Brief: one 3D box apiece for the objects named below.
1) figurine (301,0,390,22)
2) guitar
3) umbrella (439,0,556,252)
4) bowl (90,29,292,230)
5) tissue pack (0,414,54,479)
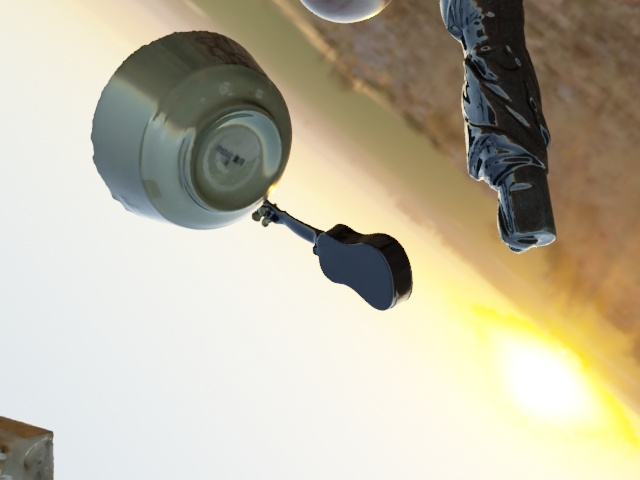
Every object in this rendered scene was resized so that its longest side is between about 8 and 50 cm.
[{"bbox_3d":[0.027,-0.299,1.436,0.125,0.125,0.138,41,-163,34],"label":"figurine"},{"bbox_3d":[-0.002,0.001,1.484,0.271,0.038,0.083,26,132,44],"label":"guitar"},{"bbox_3d":[0.116,-0.105,0.870,0.066,0.059,0.235,57,-155,-67],"label":"umbrella"},{"bbox_3d":[-0.112,-0.099,1.333,0.211,0.211,0.112,37,176,-42],"label":"bowl"},{"bbox_3d":[-0.354,0.248,1.260,0.222,0.186,0.090,8,-168,31],"label":"tissue pack"}]
